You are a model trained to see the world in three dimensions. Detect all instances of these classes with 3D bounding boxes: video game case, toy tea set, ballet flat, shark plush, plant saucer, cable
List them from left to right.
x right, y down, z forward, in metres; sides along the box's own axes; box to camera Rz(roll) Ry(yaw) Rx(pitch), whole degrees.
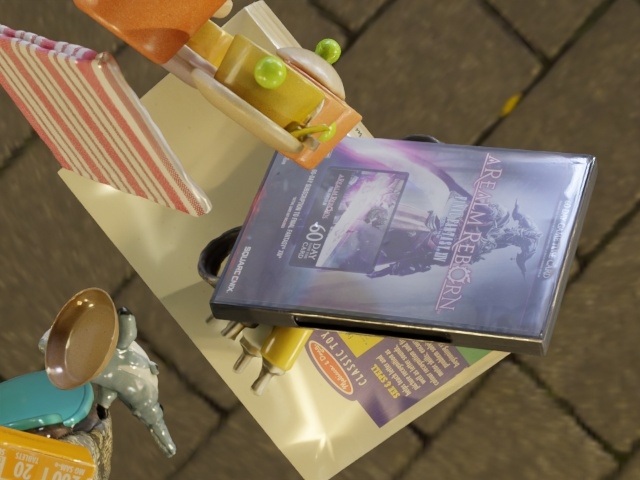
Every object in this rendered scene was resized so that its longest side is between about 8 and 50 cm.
[{"bbox_3d":[-0.245,0.222,1.527,0.164,0.483,0.182,-15,93,-7],"label":"ballet flat"},{"bbox_3d":[-0.182,0.078,1.392,0.015,0.083,0.083,27,81,-41],"label":"plant saucer"},{"bbox_3d":[-0.179,0.124,1.536,0.067,0.073,0.161,-54,133,-34],"label":"shark plush"},{"bbox_3d":[-0.045,-0.150,1.251,0.200,0.336,0.124,36,92,6],"label":"toy tea set"},{"bbox_3d":[0.000,0.000,1.621,0.287,0.072,0.139,-44,56,8],"label":"cable"},{"bbox_3d":[0.069,-0.003,1.443,0.274,0.026,0.196,5,50,21],"label":"video game case"}]

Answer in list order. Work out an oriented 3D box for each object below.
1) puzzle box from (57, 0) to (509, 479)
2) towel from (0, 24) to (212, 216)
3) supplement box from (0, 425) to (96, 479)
[{"bbox_3d":[-0.031,0.011,1.724,0.272,0.052,0.409,-37,92,25],"label":"puzzle box"},{"bbox_3d":[-0.164,-0.093,1.276,0.029,0.197,0.144,-47,127,-19],"label":"towel"},{"bbox_3d":[-0.143,0.133,0.784,0.062,0.036,0.098,16,94,-16],"label":"supplement box"}]
